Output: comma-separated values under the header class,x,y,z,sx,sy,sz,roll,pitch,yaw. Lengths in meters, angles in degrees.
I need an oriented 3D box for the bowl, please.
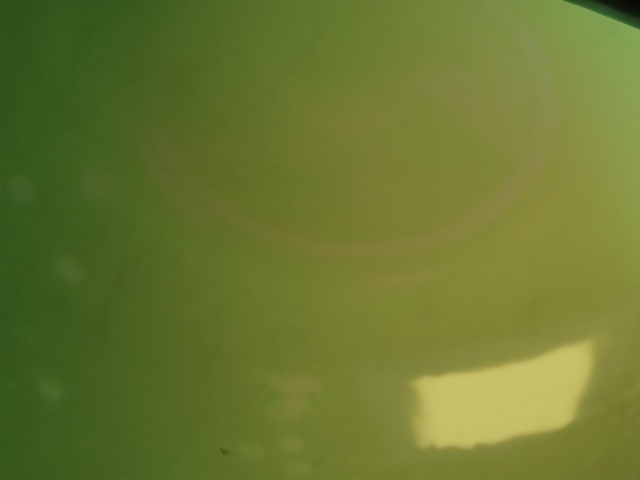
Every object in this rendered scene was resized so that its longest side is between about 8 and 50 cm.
class,x,y,z,sx,sy,sz,roll,pitch,yaw
bowl,0.000,0.000,0.479,0.354,0.354,0.185,-50,23,40
